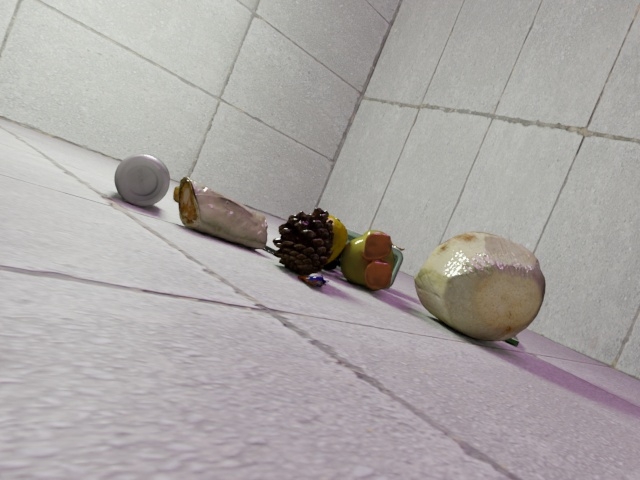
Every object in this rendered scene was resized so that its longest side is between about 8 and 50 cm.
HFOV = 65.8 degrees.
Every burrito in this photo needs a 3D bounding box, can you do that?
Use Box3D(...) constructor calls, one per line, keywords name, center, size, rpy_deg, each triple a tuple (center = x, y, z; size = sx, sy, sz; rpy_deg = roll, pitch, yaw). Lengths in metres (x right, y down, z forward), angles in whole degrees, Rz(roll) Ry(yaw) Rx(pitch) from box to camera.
Box3D(name="burrito", center=(-0.302, -0.070, 1.508), size=(0.299, 0.143, 0.105), rpy_deg=(25, -32, -32))

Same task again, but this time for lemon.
Box3D(name="lemon", center=(0.000, 0.000, 1.719), size=(0.170, 0.207, 0.170), rpy_deg=(41, -16, 14))

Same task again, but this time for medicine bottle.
Box3D(name="medicine bottle", center=(-0.565, -0.199, 1.589), size=(0.157, 0.156, 0.289), rpy_deg=(21, 3, -19))

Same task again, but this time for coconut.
Box3D(name="coconut", center=(0.516, 0.139, 1.647), size=(0.416, 0.344, 0.415), rpy_deg=(22, 7, -3))

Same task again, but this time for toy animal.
Box3D(name="toy animal", center=(0.166, 0.073, 1.780), size=(0.191, 0.215, 0.338), rpy_deg=(-4, -1, 4))

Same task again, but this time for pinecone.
Box3D(name="pinecone", center=(-0.042, -0.002, 1.451), size=(0.179, 0.204, 0.184), rpy_deg=(25, -14, -18))

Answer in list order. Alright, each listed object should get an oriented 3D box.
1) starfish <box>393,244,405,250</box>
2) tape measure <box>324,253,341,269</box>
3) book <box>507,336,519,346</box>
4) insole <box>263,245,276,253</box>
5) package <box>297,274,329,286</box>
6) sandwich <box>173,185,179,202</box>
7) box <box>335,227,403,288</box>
Box3D(name="starfish", center=(0.245, 0.006, 2.080), size=(0.208, 0.053, 0.176), rpy_deg=(7, -13, 36))
Box3D(name="tape measure", center=(-0.009, 0.037, 1.903), size=(0.199, 0.112, 0.186), rpy_deg=(25, 2, 19))
Box3D(name="book", center=(0.618, 0.321, 2.030), size=(0.371, 0.043, 0.260), rpy_deg=(23, 4, 15))
Box3D(name="insole", center=(-0.191, 0.026, 1.718), size=(0.349, 0.009, 0.119), rpy_deg=(23, 5, 26))
Box3D(name="package", center=(-0.015, 0.109, 1.328), size=(0.077, 0.032, 0.111), rpy_deg=(-3, -4, -17))
Box3D(name="sandwich", center=(-0.481, -0.159, 2.159), size=(0.226, 0.087, 0.251), rpy_deg=(25, 4, 26))
Box3D(name="box", center=(0.173, 0.079, 2.068), size=(0.312, 0.175, 0.182), rpy_deg=(23, -6, 8))
